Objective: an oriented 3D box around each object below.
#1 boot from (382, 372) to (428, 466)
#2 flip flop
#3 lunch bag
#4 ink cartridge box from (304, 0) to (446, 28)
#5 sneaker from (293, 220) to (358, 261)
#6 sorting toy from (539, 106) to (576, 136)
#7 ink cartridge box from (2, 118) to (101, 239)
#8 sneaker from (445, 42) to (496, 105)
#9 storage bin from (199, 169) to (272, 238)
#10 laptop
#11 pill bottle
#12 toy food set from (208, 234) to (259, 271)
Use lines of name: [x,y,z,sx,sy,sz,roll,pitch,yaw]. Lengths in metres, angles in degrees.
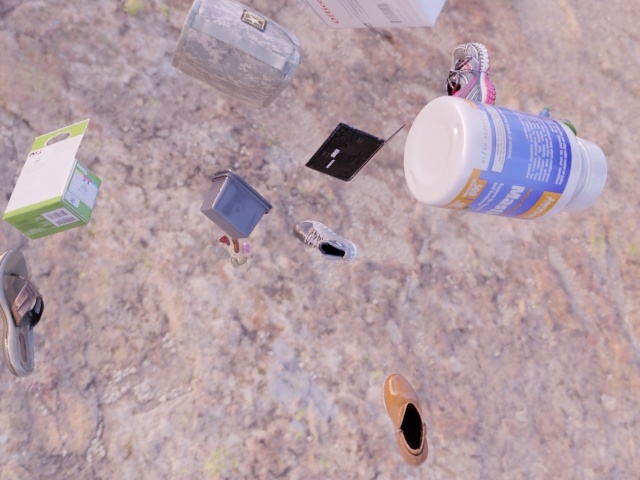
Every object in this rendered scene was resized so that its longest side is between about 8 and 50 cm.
boot: [0.230,0.475,1.902,0.109,0.220,0.283,-8,61,4]
flip flop: [-0.637,0.153,1.487,0.112,0.080,0.277,40,41,-79]
lunch bag: [-0.174,-0.398,1.438,0.235,0.169,0.287,25,0,-16]
ink cartridge box: [0.065,-0.401,1.034,0.158,0.218,0.092,38,72,-44]
sneaker: [0.000,0.000,2.155,0.228,0.086,0.132,23,10,18]
sorting toy: [0.395,-0.200,1.197,0.061,0.102,0.042,55,51,-37]
ink cartridge box: [-0.619,-0.148,1.646,0.097,0.189,0.255,50,36,-46]
sneaker: [0.384,-0.433,1.827,0.112,0.121,0.299,10,44,-8]
storage bin: [-0.186,-0.069,1.443,0.135,0.098,0.091,44,61,-30]
laptop: [0.117,-0.316,2.287,0.264,0.234,0.136,18,50,-24]
pill bottle: [0.270,-0.108,0.986,0.272,0.152,0.152,6,52,-25]
toy food set: [-0.224,0.025,1.804,0.122,0.078,0.019,36,-3,-20]
